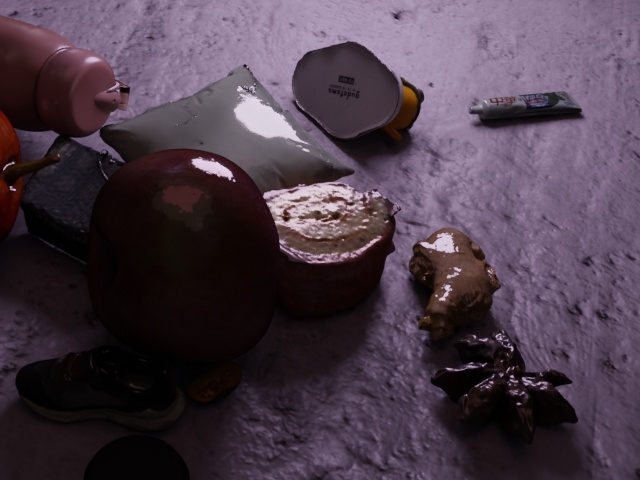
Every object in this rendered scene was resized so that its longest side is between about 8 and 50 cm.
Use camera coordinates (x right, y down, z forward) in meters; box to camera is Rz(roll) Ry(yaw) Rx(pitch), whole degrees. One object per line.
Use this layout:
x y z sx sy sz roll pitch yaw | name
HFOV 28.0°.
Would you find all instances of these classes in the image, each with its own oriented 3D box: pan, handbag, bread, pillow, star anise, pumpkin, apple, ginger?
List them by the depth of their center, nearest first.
-0.190 0.321 1.635 0.235 0.028 0.136 23 44 13 | pan
-0.190 0.027 1.746 0.235 0.306 0.306 -6 44 -30 | apple
-0.146 0.201 1.777 0.083 0.028 0.050 -27 52 -24 | pumpkin
0.256 0.209 1.827 0.212 0.073 0.197 37 45 29 | star anise
-0.330 -0.055 1.938 0.270 0.089 0.175 26 62 16 | handbag
0.007 0.009 1.947 0.244 0.123 0.190 -13 52 -25 | bread
0.209 0.070 1.969 0.137 0.074 0.213 -2 39 -2 | ginger
-0.155 -0.139 2.073 0.310 0.119 0.312 -27 57 -29 | pillow

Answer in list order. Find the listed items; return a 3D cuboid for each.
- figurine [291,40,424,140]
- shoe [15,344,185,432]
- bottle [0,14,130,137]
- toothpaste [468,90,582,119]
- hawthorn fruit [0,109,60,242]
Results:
0.083 -0.263 2.277 0.250 0.166 0.141 31 20 38 | figurine
-0.289 0.181 1.705 0.227 0.112 0.099 11 43 -3 | shoe
-0.465 -0.265 2.080 0.297 0.173 0.206 17 11 26 | bottle
0.376 -0.250 2.382 0.233 0.038 0.060 -7 47 -24 | toothpaste
-0.531 -0.091 1.819 0.330 0.287 0.287 -8 44 -1 | hawthorn fruit
